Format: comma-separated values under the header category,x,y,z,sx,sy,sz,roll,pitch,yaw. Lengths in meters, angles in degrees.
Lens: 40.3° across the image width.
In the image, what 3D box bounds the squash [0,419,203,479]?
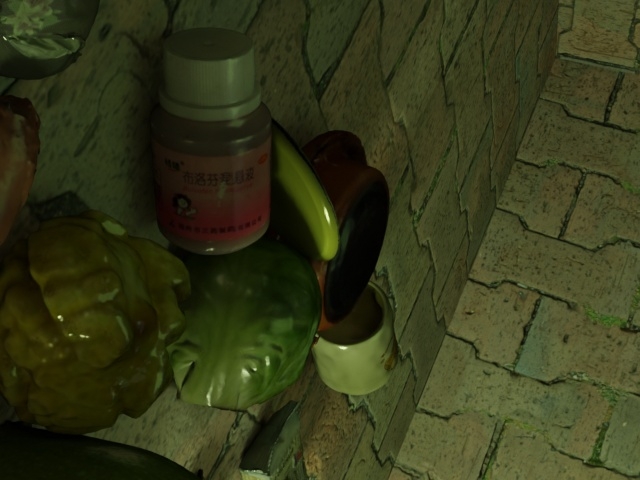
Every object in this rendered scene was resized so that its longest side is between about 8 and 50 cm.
category,x,y,z,sx,sy,sz,roll,pitch,yaw
squash,-0.198,0.331,0.853,0.310,0.309,0.310,-3,90,-72

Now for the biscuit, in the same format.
category,x,y,z,sx,sy,sz,roll,pitch,yaw
biscuit,-0.084,0.454,1.680,0.186,0.079,0.309,-52,150,-39

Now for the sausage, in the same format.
category,x,y,z,sx,sy,sz,roll,pitch,yaw
sausage,-0.310,0.017,0.750,0.304,0.078,0.078,-72,160,-5

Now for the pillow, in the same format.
category,x,y,z,sx,sy,sz,roll,pitch,yaw
pillow,-0.228,-0.259,0.734,0.169,0.059,0.255,-11,120,-61

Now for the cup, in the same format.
category,x,y,z,sx,sy,sz,roll,pitch,yaw
cup,0.048,0.163,1.732,0.173,0.255,0.202,-22,141,-8

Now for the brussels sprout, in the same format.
category,x,y,z,sx,sy,sz,roll,pitch,yaw
brussels sprout,-0.107,0.109,1.162,0.244,0.244,0.244,-52,151,-44

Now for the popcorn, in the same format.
category,x,y,z,sx,sy,sz,roll,pitch,yaw
popcorn,-0.236,0.079,0.881,0.226,0.200,0.203,57,16,-26

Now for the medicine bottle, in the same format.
category,x,y,z,sx,sy,sz,roll,pitch,yaw
medicine bottle,-0.127,-0.113,1.016,0.147,0.147,0.247,-48,149,-48

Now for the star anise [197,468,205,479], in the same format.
category,x,y,z,sx,sy,sz,roll,pitch,yaw
star anise,-0.204,0.456,1.405,0.212,0.053,0.157,-23,128,-62

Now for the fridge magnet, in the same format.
category,x,y,z,sx,sy,sz,roll,pitch,yaw
fridge magnet,0.000,0.000,1.411,0.363,0.155,0.363,-51,151,-42

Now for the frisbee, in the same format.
category,x,y,z,sx,sy,sz,roll,pitch,yaw
frisbee,-0.054,-0.071,1.136,0.017,0.236,0.236,-35,144,-21
